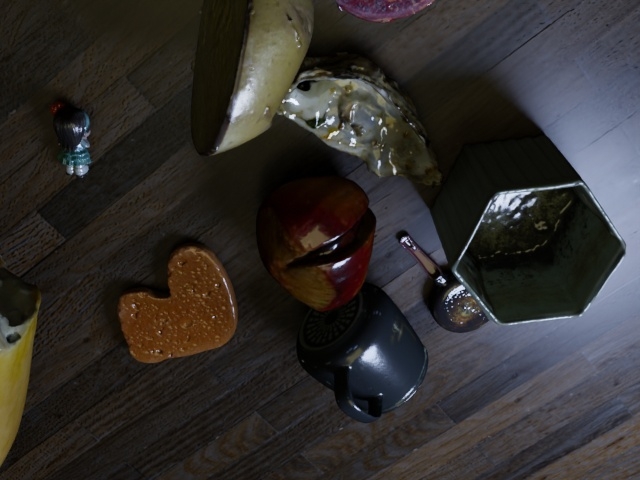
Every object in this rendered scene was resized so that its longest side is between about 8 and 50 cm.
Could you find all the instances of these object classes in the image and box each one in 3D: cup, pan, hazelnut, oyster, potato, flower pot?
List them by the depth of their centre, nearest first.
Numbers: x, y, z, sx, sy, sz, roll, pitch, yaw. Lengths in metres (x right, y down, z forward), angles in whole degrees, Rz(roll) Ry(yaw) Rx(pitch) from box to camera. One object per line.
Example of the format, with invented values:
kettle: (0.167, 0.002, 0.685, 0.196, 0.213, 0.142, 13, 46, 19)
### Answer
potato: (-0.083, -0.245, 1.044, 0.116, 0.239, 0.299, 8, 91, -27)
oyster: (0.054, -0.169, 1.175, 0.166, 0.094, 0.294, -27, 127, 35)
flower pot: (0.284, -0.018, 1.195, 0.209, 0.189, 0.239, -36, 115, 15)
hazelnut: (0.000, 0.000, 1.218, 0.178, 0.178, 0.204, -21, 116, 9)
cup: (0.064, 0.185, 1.283, 0.169, 0.223, 0.176, -25, 126, 26)
pan: (0.198, 0.066, 1.321, 0.115, 0.040, 0.212, -40, 113, 12)

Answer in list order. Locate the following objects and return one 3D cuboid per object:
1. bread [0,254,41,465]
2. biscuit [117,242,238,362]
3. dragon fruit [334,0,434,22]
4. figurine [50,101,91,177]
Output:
bread: (-0.608, 0.181, 1.247, 0.361, 0.250, 0.394, 14, 121, -6)
biscuit: (-0.229, 0.097, 1.326, 0.192, 0.036, 0.186, -14, 115, 6)
dragon fruit: (0.062, -0.395, 1.024, 0.282, 0.147, 0.211, 27, 123, -12)
figurine: (-0.352, -0.142, 1.191, 0.060, 0.047, 0.106, 25, 129, 25)
